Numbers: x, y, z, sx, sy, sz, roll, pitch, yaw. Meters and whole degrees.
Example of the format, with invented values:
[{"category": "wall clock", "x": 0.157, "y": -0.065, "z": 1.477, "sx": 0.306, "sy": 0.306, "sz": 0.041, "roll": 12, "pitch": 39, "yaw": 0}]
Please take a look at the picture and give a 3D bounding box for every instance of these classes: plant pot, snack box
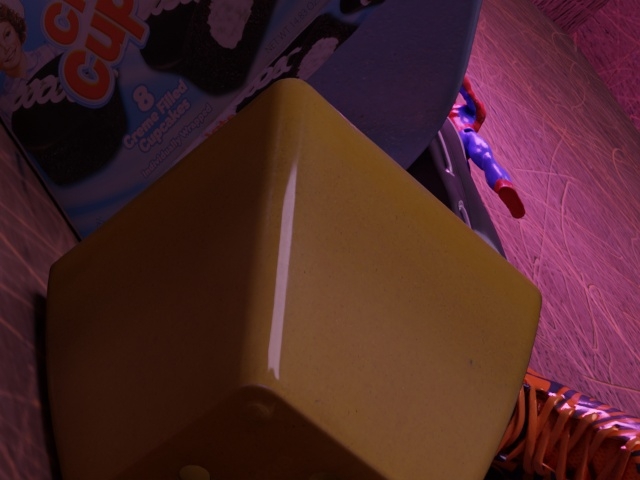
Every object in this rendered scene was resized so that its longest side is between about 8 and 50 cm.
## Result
[{"category": "plant pot", "x": -0.014, "y": -0.179, "z": 1.308, "sx": 0.247, "sy": 0.248, "sz": 0.252, "roll": -109, "pitch": -164, "yaw": -53}, {"category": "plant pot", "x": -0.023, "y": 0.083, "z": 0.868, "sx": 0.212, "sy": 0.212, "sz": 0.187, "roll": 40, "pitch": 31, "yaw": -23}, {"category": "snack box", "x": -0.080, "y": -0.165, "z": 1.038, "sx": 0.187, "sy": 0.322, "sz": 0.060, "roll": 54, "pitch": 22, "yaw": 21}]

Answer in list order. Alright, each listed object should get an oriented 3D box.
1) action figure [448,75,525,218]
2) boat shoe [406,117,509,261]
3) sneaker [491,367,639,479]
[{"category": "action figure", "x": 0.151, "y": -0.128, "z": 1.882, "sx": 0.139, "sy": 0.091, "sz": 0.280, "roll": 49, "pitch": 15, "yaw": -28}, {"category": "boat shoe", "x": 0.088, "y": -0.057, "z": 1.557, "sx": 0.095, "sy": 0.112, "sz": 0.335, "roll": 32, "pitch": 26, "yaw": -52}, {"category": "sneaker", "x": 0.182, "y": 0.165, "z": 1.220, "sx": 0.180, "sy": 0.124, "sz": 0.321, "roll": 28, "pitch": -7, "yaw": -28}]
